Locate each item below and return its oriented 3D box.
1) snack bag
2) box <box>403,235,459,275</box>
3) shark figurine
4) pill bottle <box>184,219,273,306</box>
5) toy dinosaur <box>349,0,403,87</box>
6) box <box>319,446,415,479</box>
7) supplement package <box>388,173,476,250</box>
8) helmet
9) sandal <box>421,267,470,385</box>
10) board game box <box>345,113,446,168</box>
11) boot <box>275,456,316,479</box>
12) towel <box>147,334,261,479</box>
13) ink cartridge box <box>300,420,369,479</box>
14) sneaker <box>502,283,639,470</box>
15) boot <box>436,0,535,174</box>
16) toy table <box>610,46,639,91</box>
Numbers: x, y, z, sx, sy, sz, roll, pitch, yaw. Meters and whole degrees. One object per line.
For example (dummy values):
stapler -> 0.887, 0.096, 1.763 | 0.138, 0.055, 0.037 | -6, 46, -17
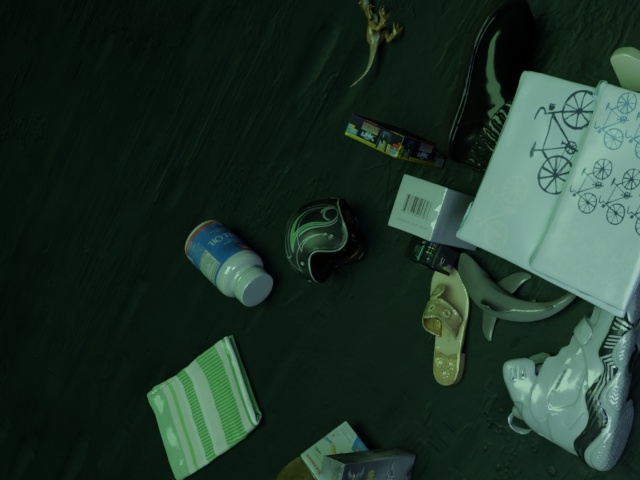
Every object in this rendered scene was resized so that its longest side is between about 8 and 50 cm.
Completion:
snack bag -> 0.390, -0.094, 1.336 | 0.342, 0.037, 0.323 | 30, 105, 43
box -> 0.221, 0.029, 1.702 | 0.083, 0.062, 0.052 | 21, 85, 49
shark figurine -> 0.357, 0.110, 1.568 | 0.278, 0.116, 0.166 | 3, 88, 41
pill bottle -> -0.212, 0.056, 2.018 | 0.221, 0.124, 0.124 | 39, 109, 34
toy dinosaur -> 0.121, -0.441, 1.866 | 0.112, 0.064, 0.212 | -23, 60, 53
box -> 0.083, 0.504, 1.660 | 0.056, 0.231, 0.183 | 12, 91, 42
supplement package -> 0.231, -0.052, 1.641 | 0.105, 0.179, 0.105 | 22, 98, 38
helmet -> 0.000, 0.000, 1.833 | 0.161, 0.169, 0.170 | -25, 69, 17
sandal -> 0.237, 0.163, 1.675 | 0.088, 0.079, 0.240 | -6, 81, 38
board game box -> 0.156, -0.199, 1.725 | 0.141, 0.170, 0.048 | 31, 106, 36
boot -> -0.085, 0.605, 1.881 | 0.305, 0.112, 0.115 | -53, 37, 16
towel -> -0.288, 0.410, 2.091 | 0.324, 0.038, 0.248 | -37, 64, 29
ink cartridge box -> 0.033, 0.452, 1.781 | 0.122, 0.052, 0.088 | -36, 58, -10
sneaker -> 0.438, 0.192, 1.473 | 0.210, 0.137, 0.366 | 13, 96, 36
boot -> 0.379, -0.256, 1.576 | 0.260, 0.131, 0.348 | 35, 117, 43
toy table -> 0.584, -0.210, 1.362 | 0.160, 0.274, 0.252 | -5, 115, 48
